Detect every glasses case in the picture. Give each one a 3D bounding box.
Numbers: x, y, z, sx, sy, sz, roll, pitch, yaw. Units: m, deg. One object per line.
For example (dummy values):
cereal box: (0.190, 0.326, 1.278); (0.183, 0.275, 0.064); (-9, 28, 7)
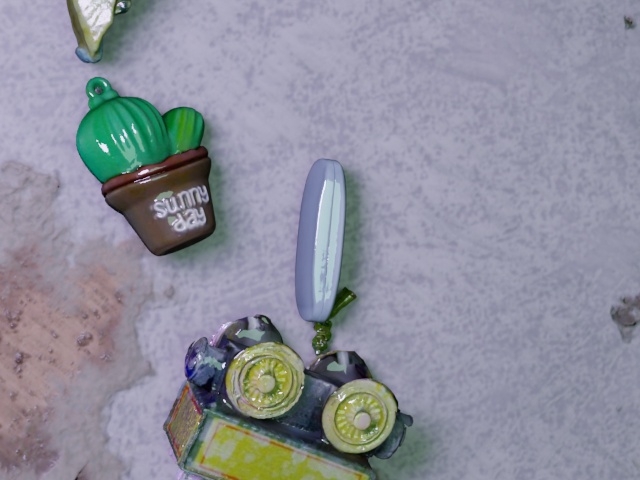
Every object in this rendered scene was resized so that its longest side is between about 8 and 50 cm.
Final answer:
glasses case: (0.000, 0.000, 1.919); (0.045, 0.067, 0.178); (5, 90, -16)

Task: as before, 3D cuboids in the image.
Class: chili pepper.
chili pepper: (0.010, 0.089, 1.950); (0.027, 0.022, 0.083); (31, 83, -10)

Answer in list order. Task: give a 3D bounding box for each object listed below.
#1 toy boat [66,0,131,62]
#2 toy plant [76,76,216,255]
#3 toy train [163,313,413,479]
toy boat: (-0.198, -0.319, 1.821); (0.084, 0.111, 0.276); (31, 86, -11)
toy plant: (-0.176, -0.087, 1.844); (0.143, 0.105, 0.200); (-22, 87, -24)
toy train: (-0.037, 0.192, 1.879); (0.261, 0.134, 0.177); (22, 98, -17)
